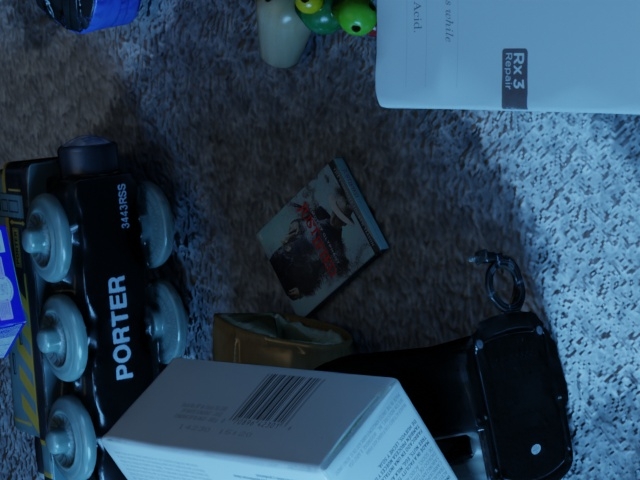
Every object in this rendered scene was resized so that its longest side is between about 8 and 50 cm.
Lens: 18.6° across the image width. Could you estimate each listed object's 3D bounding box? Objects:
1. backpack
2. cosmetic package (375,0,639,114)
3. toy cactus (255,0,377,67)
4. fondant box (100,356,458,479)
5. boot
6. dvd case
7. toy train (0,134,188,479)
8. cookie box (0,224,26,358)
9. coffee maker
[{"bbox_3d":[-0.187,-0.239,1.659,0.098,0.101,0.120,36,126,38],"label":"backpack"},{"bbox_3d":[0.218,-0.184,1.205,0.385,0.156,0.217,3,98,47],"label":"cosmetic package"},{"bbox_3d":[-0.015,-0.214,1.504,0.219,0.112,0.180,47,147,27],"label":"toy cactus"},{"bbox_3d":[0.019,0.240,1.424,0.238,0.096,0.330,2,131,46],"label":"fondant box"},{"bbox_3d":[-0.072,0.187,1.628,0.236,0.089,0.269,10,108,31],"label":"boot"},{"bbox_3d":[0.000,0.000,1.572,0.119,0.013,0.087,-42,68,42],"label":"dvd case"},{"bbox_3d":[-0.209,0.072,1.728,0.190,0.142,0.334,8,106,58],"label":"toy train"},{"bbox_3d":[-0.291,0.048,1.697,0.107,0.040,0.092,133,126,-63],"label":"cookie box"},{"bbox_3d":[0.086,0.111,1.447,0.178,0.120,0.171,-13,64,46],"label":"coffee maker"}]
